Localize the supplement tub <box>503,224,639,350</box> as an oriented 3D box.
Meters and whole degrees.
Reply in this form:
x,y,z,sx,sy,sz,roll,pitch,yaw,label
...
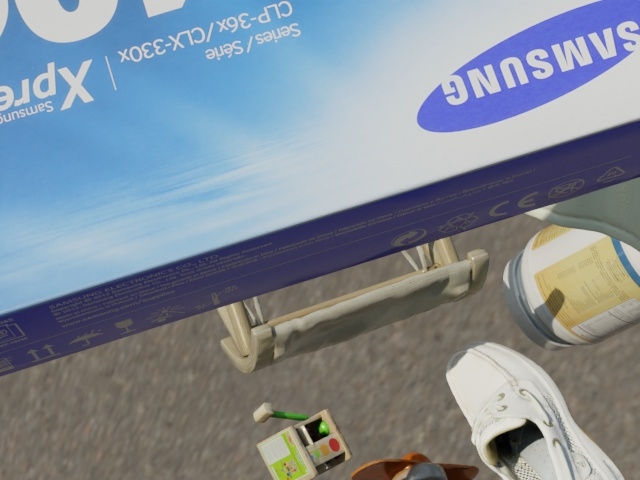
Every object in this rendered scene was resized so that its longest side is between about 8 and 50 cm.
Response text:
x,y,z,sx,sy,sz,roll,pitch,yaw,label
0.316,0.031,1.684,0.144,0.200,0.144,23,53,-33,supplement tub

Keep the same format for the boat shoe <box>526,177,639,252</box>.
x,y,z,sx,sy,sz,roll,pitch,yaw,label
0.236,-0.032,0.955,0.305,0.109,0.091,28,45,28,boat shoe

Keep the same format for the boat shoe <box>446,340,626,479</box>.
x,y,z,sx,sy,sz,roll,pitch,yaw,label
0.204,0.197,1.567,0.096,0.098,0.277,3,30,-37,boat shoe

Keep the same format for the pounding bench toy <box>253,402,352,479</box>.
x,y,z,sx,sy,sz,roll,pitch,yaw,label
-0.019,0.184,1.435,0.065,0.052,0.083,-20,79,-48,pounding bench toy

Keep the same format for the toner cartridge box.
x,y,z,sx,sy,sz,roll,pitch,yaw,label
-0.030,-0.067,0.605,0.348,0.075,0.165,-18,72,-4,toner cartridge box

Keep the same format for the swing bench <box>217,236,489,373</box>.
x,y,z,sx,sy,sz,roll,pitch,yaw,label
0.000,0.000,1.580,0.253,0.165,0.254,-17,64,-16,swing bench

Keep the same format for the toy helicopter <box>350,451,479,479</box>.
x,y,z,sx,sy,sz,roll,pitch,yaw,label
0.145,0.331,1.693,0.140,0.355,0.235,-30,83,12,toy helicopter
